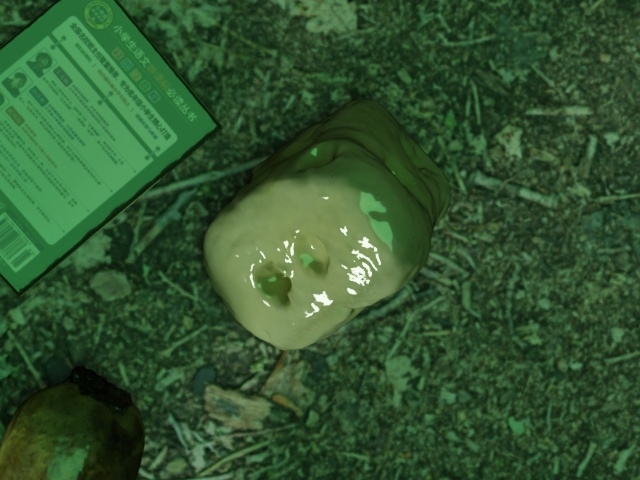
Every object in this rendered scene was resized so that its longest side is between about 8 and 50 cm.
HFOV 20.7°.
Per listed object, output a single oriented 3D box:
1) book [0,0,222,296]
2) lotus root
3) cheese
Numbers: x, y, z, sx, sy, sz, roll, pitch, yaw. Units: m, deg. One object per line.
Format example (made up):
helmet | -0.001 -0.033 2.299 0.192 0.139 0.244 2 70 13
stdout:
book | -0.259 -0.103 1.718 0.264 0.027 0.202 -41 101 -5
lotus root | -0.250 0.228 1.696 0.138 0.138 0.214 25 77 -13
cheese | -0.002 -0.001 1.693 0.248 0.251 0.173 -42 102 10
